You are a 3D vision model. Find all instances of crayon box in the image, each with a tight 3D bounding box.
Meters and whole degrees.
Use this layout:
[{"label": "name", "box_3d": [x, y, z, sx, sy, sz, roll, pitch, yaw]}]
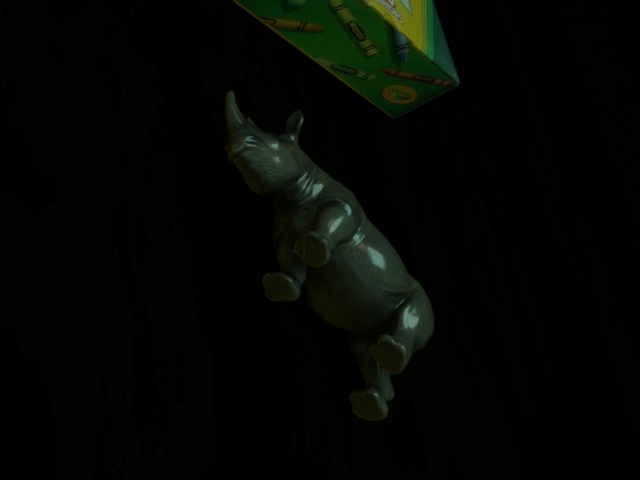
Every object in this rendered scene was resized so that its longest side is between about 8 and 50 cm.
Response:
[{"label": "crayon box", "box_3d": [0.014, -0.243, 1.129, 0.278, 0.081, 0.165, 27, 42, -53]}]

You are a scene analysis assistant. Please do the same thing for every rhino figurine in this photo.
[{"label": "rhino figurine", "box_3d": [0.000, 0.000, 0.862, 0.243, 0.073, 0.106, 56, 28, -12]}]
